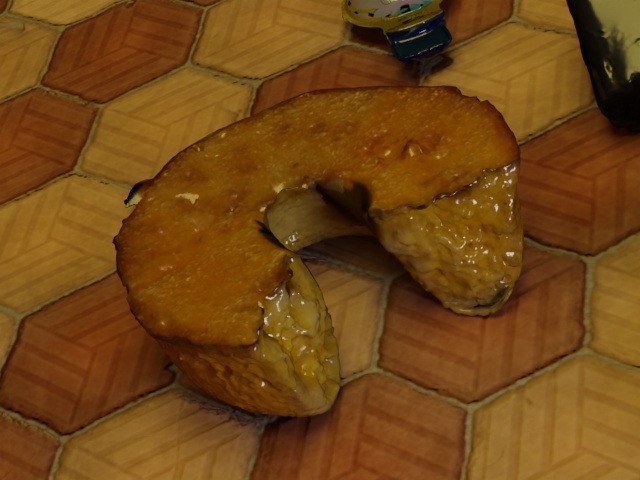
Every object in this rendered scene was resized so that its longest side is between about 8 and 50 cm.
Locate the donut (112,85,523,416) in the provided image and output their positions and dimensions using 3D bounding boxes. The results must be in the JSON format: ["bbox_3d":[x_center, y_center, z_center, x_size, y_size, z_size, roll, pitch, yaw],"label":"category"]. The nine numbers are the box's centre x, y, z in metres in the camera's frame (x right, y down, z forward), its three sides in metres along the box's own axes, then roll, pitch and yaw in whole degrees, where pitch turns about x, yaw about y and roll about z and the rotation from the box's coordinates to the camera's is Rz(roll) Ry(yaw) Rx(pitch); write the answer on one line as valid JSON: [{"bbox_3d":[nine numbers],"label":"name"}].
[{"bbox_3d":[0.000,0.000,1.881,0.435,0.163,0.377,-30,39,-10],"label":"donut"}]

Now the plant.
[{"bbox_3d":[0.363,-0.251,2.023,0.142,0.164,0.256,-14,54,13],"label":"plant"}]

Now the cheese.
[{"bbox_3d":[0.108,-0.302,2.258,0.157,0.064,0.250,-22,36,0],"label":"cheese"}]
